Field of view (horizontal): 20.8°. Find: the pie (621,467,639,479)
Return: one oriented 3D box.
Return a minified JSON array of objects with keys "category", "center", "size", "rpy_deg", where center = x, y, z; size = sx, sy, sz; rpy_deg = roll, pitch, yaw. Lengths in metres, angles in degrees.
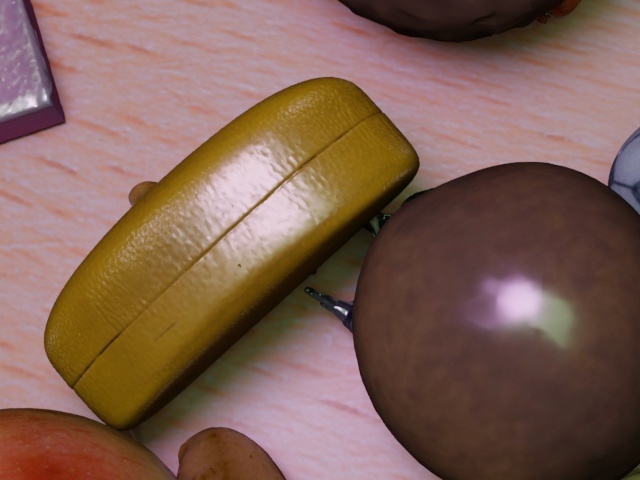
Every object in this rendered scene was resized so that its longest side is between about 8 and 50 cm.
[{"category":"pie","center":[0.323,0.344,1.519],"size":[0.337,0.075,0.337],"rpy_deg":[1,85,-8]}]

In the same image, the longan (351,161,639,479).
[{"category":"longan","center":[0.170,0.078,1.475],"size":[0.297,0.297,0.297],"rpy_deg":[-1,79,5]}]

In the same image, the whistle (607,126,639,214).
[{"category":"whistle","center":[0.331,-0.009,1.572],"size":[0.163,0.163,0.290],"rpy_deg":[6,79,6]}]

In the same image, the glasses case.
[{"category":"glasses case","center":[-0.091,0.005,1.523],"size":[0.371,0.173,0.141],"rpy_deg":[-43,85,10]}]

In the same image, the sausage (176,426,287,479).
[{"category":"sausage","center":[-0.022,0.402,1.544],"size":[0.136,0.123,0.501],"rpy_deg":[-21,76,29]}]

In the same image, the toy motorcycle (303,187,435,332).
[{"category":"toy motorcycle","center":[0.000,0.000,1.637],"size":[0.263,0.091,0.157],"rpy_deg":[17,89,10]}]

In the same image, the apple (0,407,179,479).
[{"category":"apple","center":[-0.251,0.299,1.473],"size":[0.277,0.319,0.319],"rpy_deg":[30,81,-26]}]

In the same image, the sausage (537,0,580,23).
[{"category":"sausage","center":[0.293,-0.360,1.695],"size":[0.053,0.053,0.348],"rpy_deg":[27,83,10]}]

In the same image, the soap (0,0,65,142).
[{"category":"soap","center":[-0.395,-0.166,1.706],"size":[0.259,0.081,0.181],"rpy_deg":[-19,79,0]}]

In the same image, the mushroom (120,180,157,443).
[{"category":"mushroom","center":[-0.186,0.093,1.662],"size":[0.068,0.043,0.306],"rpy_deg":[0,80,31]}]

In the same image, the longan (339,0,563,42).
[{"category":"longan","center":[0.104,-0.376,1.549],"size":[0.391,0.391,0.391],"rpy_deg":[-1,79,5]}]
